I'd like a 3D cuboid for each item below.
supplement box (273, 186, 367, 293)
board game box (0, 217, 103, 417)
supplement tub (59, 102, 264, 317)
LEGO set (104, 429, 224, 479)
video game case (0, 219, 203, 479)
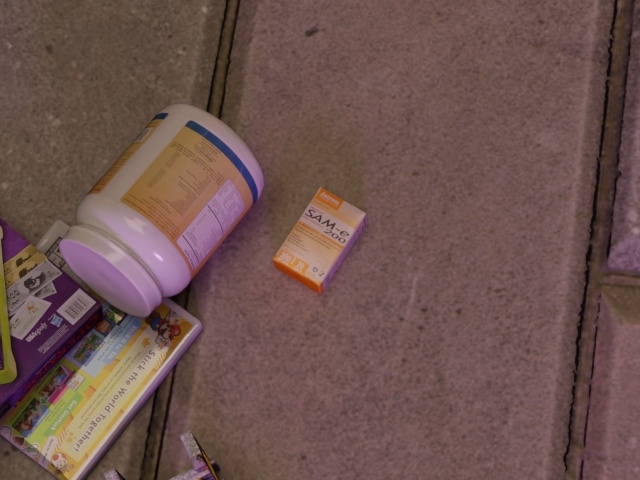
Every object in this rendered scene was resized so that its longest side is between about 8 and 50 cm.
[{"bbox_3d":[0.000,0.000,1.991,0.062,0.036,0.098,30,76,12],"label":"supplement box"},{"bbox_3d":[-0.421,0.127,1.914,0.208,0.056,0.347,41,67,11],"label":"board game box"},{"bbox_3d":[-0.169,-0.032,1.943,0.144,0.144,0.200,33,68,13],"label":"supplement tub"},{"bbox_3d":[-0.186,0.339,1.813,0.331,0.192,0.255,-18,72,-2],"label":"LEGO set"},{"bbox_3d":[-0.275,0.121,1.978,0.206,0.026,0.227,35,77,14],"label":"video game case"}]
